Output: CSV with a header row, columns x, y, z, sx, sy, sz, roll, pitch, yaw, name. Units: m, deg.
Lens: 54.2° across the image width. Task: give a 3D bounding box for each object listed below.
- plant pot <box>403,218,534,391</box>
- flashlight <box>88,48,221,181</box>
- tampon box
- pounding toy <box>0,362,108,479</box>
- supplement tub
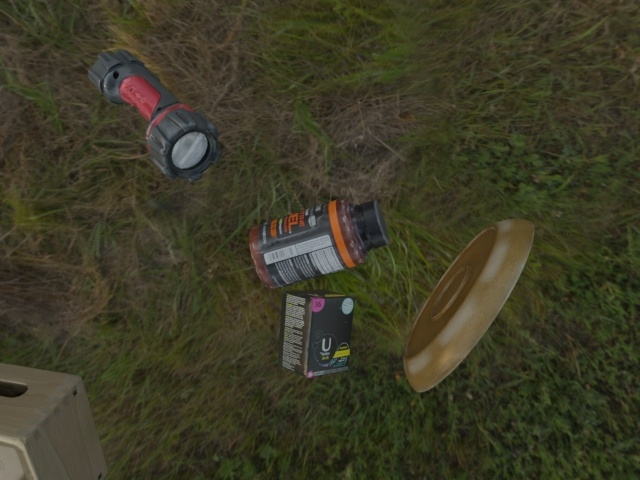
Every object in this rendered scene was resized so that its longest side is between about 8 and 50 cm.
x,y,z,sx,sy,sz,roll,pitch,yaw,name
0.162,0.067,0.729,0.032,0.236,0.236,34,102,1,plant pot
-0.269,-0.204,0.972,0.103,0.103,0.304,-48,55,-1,flashlight
-0.010,0.190,1.309,0.120,0.101,0.161,0,96,-42,tampon box
-0.260,0.149,0.517,0.141,0.100,0.130,6,119,15,pounding toy
0.000,0.000,0.944,0.198,0.106,0.106,-17,101,12,supplement tub
